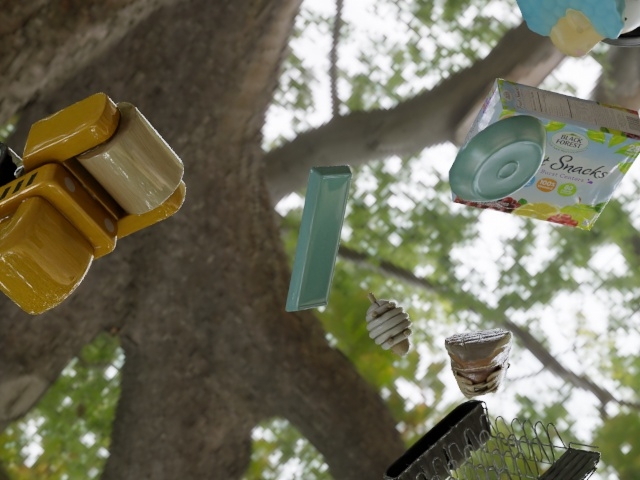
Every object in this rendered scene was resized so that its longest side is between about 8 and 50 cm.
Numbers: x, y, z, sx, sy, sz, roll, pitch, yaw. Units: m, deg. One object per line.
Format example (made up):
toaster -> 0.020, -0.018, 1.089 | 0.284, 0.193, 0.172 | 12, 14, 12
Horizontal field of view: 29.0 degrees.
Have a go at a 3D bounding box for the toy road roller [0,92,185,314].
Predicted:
toy road roller -> -0.376, -0.038, 1.832 | 0.202, 0.329, 0.241 | 51, -155, -37

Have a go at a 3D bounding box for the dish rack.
dish rack -> 0.249, 0.320, 1.751 | 0.208, 0.271, 0.074 | -36, -69, -33

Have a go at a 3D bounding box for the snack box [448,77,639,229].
snack box -> 0.297, -0.111, 1.642 | 0.207, 0.174, 0.070 | 11, -135, -15

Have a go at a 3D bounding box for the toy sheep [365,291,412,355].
toy sheep -> 0.124, 0.152, 2.272 | 0.132, 0.091, 0.091 | 64, -156, 9

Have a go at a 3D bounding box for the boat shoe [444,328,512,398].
boat shoe -> 0.289, 0.221, 2.206 | 0.324, 0.123, 0.116 | 10, -107, -78

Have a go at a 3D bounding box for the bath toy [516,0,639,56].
bath toy -> 0.343, -0.332, 1.296 | 0.348, 0.129, 0.151 | -46, -61, -30

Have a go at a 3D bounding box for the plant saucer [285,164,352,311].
plant saucer -> 0.000, 0.000, 1.556 | 0.067, 0.192, 0.018 | -7, -155, -43

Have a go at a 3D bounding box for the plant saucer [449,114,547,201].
plant saucer -> 0.193, -0.080, 1.309 | 0.119, 0.119, 0.021 | 19, -149, -47

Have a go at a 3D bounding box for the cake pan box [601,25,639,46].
cake pan box -> 0.464, -0.422, 1.825 | 0.245, 0.267, 0.070 | 6, 174, 21
